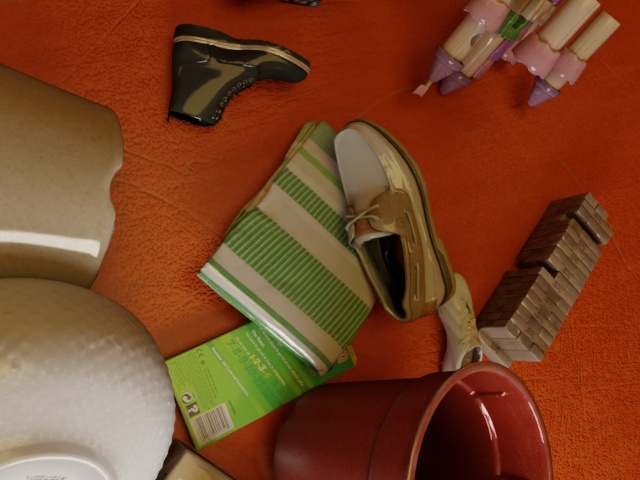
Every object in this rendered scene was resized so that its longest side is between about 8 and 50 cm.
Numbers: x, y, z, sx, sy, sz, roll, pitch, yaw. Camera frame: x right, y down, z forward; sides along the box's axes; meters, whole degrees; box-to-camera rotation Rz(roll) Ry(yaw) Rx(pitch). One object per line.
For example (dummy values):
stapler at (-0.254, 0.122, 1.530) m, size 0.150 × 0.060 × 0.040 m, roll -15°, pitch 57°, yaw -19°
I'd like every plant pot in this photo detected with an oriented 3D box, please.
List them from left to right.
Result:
plant pot at (-0.378, -0.064, 0.570) m, size 0.305 × 0.334 × 0.334 m, roll 11°, pitch 77°, yaw -34°
plant pot at (0.095, 0.284, 0.715) m, size 0.272 × 0.265 × 0.272 m, roll 8°, pitch 77°, yaw -40°

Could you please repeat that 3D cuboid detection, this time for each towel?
towel at (0.000, 0.000, 0.846) m, size 0.248 × 0.038 × 0.325 m, roll 42°, pitch 57°, yaw -14°

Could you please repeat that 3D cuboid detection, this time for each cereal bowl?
cereal bowl at (-0.294, 0.211, 0.543) m, size 0.339 × 0.141 × 0.339 m, roll -17°, pitch 127°, yaw -24°

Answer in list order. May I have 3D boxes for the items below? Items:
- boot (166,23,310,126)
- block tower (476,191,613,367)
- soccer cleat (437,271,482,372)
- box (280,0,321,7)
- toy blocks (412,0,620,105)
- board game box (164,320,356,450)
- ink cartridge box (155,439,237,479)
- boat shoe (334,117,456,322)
boot at (-0.120, -0.218, 0.836) m, size 0.198 × 0.077 × 0.137 m, roll 8°, pitch 82°, yaw -10°
block tower at (0.391, 0.066, 1.006) m, size 0.091 × 0.097 × 0.335 m, roll 45°, pitch 68°, yaw -11°
soccer cleat at (0.228, 0.147, 0.926) m, size 0.068 × 0.076 × 0.196 m, roll 6°, pitch 78°, yaw -24°
box at (-0.036, -0.423, 0.931) m, size 0.067 × 0.018 × 0.083 m, roll -3°, pitch 83°, yaw -25°
toy blocks at (0.285, -0.360, 0.984) m, size 0.309 × 0.260 × 0.288 m, roll 49°, pitch 33°, yaw 16°
board game box at (-0.077, 0.171, 0.804) m, size 0.259 × 0.039 × 0.124 m, roll -22°, pitch 91°, yaw -25°
ink cartridge box at (-0.166, 0.398, 0.696) m, size 0.193 × 0.088 × 0.235 m, roll 40°, pitch 67°, yaw -13°
boat shoe at (0.093, -0.028, 0.823) m, size 0.103 × 0.113 × 0.302 m, roll -29°, pitch 92°, yaw -41°
